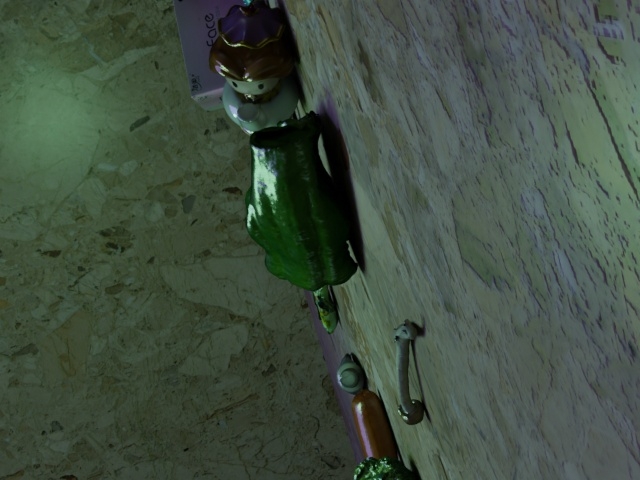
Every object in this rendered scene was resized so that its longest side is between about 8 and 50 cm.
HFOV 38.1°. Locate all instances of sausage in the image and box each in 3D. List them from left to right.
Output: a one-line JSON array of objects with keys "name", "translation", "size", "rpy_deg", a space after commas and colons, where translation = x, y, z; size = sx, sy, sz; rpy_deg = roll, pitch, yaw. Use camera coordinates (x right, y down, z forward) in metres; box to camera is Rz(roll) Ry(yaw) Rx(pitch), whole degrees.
[{"name": "sausage", "translation": [0.117, 0.416, 1.985], "size": [0.076, 0.076, 0.197], "rpy_deg": [114, 140, -83]}]

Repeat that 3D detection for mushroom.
[{"name": "mushroom", "translation": [0.116, 0.163, 1.248], "size": [0.068, 0.043, 0.306], "rpy_deg": [48, 161, 33]}]

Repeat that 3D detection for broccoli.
[{"name": "broccoli", "translation": [0.127, 0.499, 1.759], "size": [0.195, 0.156, 0.195], "rpy_deg": [30, 137, 33]}]

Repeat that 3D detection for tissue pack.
[{"name": "tissue pack", "translation": [-0.185, -0.389, 1.778], "size": [0.092, 0.149, 0.246], "rpy_deg": [45, -149, -72]}]

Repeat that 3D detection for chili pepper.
[{"name": "chili pepper", "translation": [-0.046, -0.063, 1.486], "size": [0.384, 0.168, 0.213], "rpy_deg": [79, 170, -51]}]

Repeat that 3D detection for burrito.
[{"name": "burrito", "translation": [0.010, 0.155, 2.387], "size": [0.288, 0.054, 0.104], "rpy_deg": [77, 173, -47]}]

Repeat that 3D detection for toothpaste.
[{"name": "toothpaste", "translation": [0.077, 0.335, 2.305], "size": [0.282, 0.069, 0.099], "rpy_deg": [55, -136, -83]}]

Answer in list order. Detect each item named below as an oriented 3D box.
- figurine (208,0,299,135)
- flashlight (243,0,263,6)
[{"name": "figurine", "translation": [-0.110, -0.289, 1.577], "size": [0.263, 0.142, 0.189], "rpy_deg": [81, -167, -62]}, {"name": "flashlight", "translation": [-0.122, -0.453, 1.681], "size": [0.051, 0.051, 0.129], "rpy_deg": [-115, 14, -57]}]
